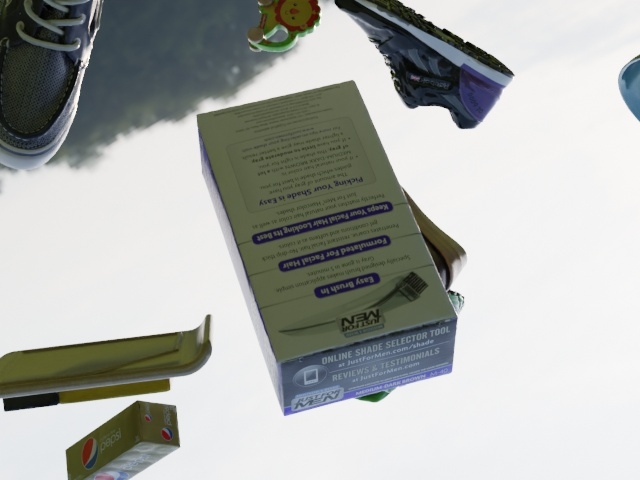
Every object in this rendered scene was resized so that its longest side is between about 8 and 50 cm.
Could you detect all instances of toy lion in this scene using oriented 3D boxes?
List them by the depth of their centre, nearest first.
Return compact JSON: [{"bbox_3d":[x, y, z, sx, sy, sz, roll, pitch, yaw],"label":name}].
[{"bbox_3d":[-0.048,-0.313,2.212,0.034,0.096,0.100,83,19,-67],"label":"toy lion"}]

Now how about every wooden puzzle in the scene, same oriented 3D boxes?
[{"bbox_3d":[-0.218,0.126,1.500,0.238,0.044,0.221,-11,-175,-2],"label":"wooden puzzle"}]

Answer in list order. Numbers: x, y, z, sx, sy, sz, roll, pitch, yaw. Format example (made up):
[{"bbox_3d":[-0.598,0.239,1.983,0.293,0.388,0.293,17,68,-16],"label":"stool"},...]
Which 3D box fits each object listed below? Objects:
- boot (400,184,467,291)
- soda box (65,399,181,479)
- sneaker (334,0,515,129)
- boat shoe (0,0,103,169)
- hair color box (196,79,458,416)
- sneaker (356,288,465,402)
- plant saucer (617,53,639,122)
[{"bbox_3d":[0.048,-0.001,1.945,0.207,0.248,0.090,-29,145,-49],"label":"boot"},{"bbox_3d":[-0.253,0.264,1.970,0.061,0.058,0.181,13,145,-37],"label":"soda box"},{"bbox_3d":[0.128,-0.253,2.203,0.124,0.283,0.107,-58,-170,17],"label":"sneaker"},{"bbox_3d":[-0.309,-0.259,1.752,0.158,0.127,0.341,131,-33,-57],"label":"boat shoe"},{"bbox_3d":[0.000,0.000,1.614,0.185,0.110,0.339,-13,-129,-9],"label":"hair color box"},{"bbox_3d":[0.124,0.156,2.362,0.343,0.134,0.146,113,-5,-63],"label":"sneaker"},{"bbox_3d":[0.426,-0.100,1.423,0.044,0.317,0.317,-61,-159,-9],"label":"plant saucer"}]
